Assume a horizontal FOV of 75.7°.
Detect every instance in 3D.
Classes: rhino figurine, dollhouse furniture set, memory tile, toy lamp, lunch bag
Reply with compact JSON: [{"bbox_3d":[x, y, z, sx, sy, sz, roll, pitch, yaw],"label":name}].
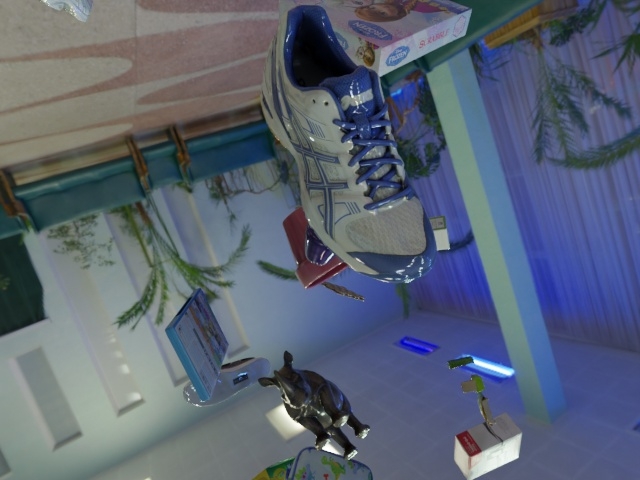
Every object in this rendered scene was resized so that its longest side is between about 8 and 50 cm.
[{"bbox_3d":[-0.011,0.224,0.568,0.073,0.243,0.106,-42,-132,-7],"label":"rhino figurine"},{"bbox_3d":[0.348,0.351,0.956,0.058,0.152,0.076,-17,169,7],"label":"dollhouse furniture set"},{"bbox_3d":[0.067,0.158,1.304,0.113,0.012,0.148,24,-179,42],"label":"memory tile"},{"bbox_3d":[0.033,-0.067,0.666,0.080,0.080,0.275,-26,149,-40],"label":"toy lamp"},{"bbox_3d":[0.002,0.526,0.790,0.175,0.090,0.219,15,-136,3],"label":"lunch bag"}]

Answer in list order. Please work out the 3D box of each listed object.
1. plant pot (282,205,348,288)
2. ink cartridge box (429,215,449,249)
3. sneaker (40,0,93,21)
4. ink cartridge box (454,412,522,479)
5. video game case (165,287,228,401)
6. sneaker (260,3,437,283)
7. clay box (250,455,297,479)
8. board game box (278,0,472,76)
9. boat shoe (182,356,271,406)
[{"bbox_3d":[0.000,0.000,1.070,0.201,0.180,0.201,-30,170,-6],"label":"plant pot"},{"bbox_3d":[0.317,-0.012,1.372,0.209,0.109,0.062,-9,-130,17],"label":"ink cartridge box"},{"bbox_3d":[-0.507,-0.524,0.835,0.115,0.090,0.232,-49,-158,11],"label":"sneaker"},{"bbox_3d":[0.410,0.505,1.010,0.150,0.109,0.063,-18,-148,-11],"label":"ink cartridge box"},{"bbox_3d":[-0.186,0.153,0.642,0.015,0.119,0.166,-22,-168,2],"label":"video game case"},{"bbox_3d":[0.024,-0.095,0.409,0.111,0.297,0.131,-28,167,-20],"label":"sneaker"},{"bbox_3d":[-0.123,0.576,0.958,0.222,0.053,0.127,-45,147,21],"label":"clay box"},{"bbox_3d":[0.123,-0.516,0.956,0.317,0.066,0.318,-36,-121,-28],"label":"board game box"},{"bbox_3d":[-0.239,0.345,1.038,0.228,0.080,0.076,-15,-176,-35],"label":"boat shoe"}]
